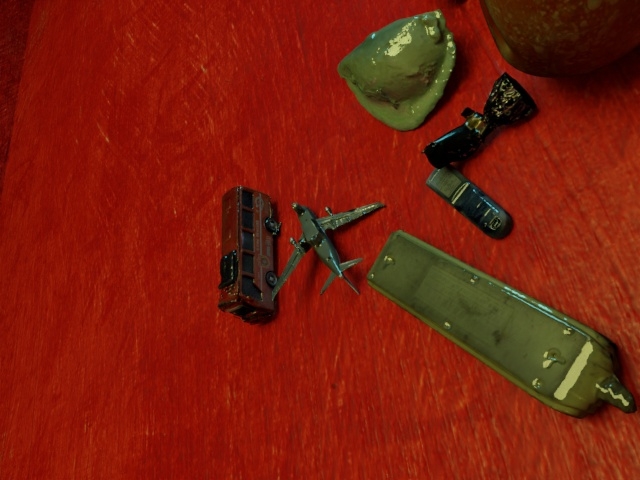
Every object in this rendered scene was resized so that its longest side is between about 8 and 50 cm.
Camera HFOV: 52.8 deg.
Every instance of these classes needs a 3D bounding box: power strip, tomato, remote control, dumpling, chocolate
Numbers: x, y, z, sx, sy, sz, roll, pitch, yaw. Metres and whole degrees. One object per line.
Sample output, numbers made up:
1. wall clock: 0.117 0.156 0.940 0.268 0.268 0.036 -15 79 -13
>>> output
1. power strip: 0.192 0.089 0.748 0.387 0.066 0.092 34 97 52
2. tomato: 0.271 -0.318 0.689 0.223 0.270 0.270 -18 57 16
3. remote control: 0.192 -0.054 0.838 0.043 0.027 0.152 -59 38 17
4. dumpling: 0.107 -0.250 0.959 0.217 0.105 0.149 -5 69 47
5. chocolate: 0.202 -0.151 0.839 0.147 0.072 0.070 -34 47 27

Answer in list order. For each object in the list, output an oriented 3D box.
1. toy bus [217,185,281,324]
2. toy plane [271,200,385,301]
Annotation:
1. toy bus: -0.125 0.023 1.106 0.073 0.096 0.234 -29 52 41
2. toy plane: -0.001 -0.001 1.006 0.226 0.058 0.226 -40 45 7
